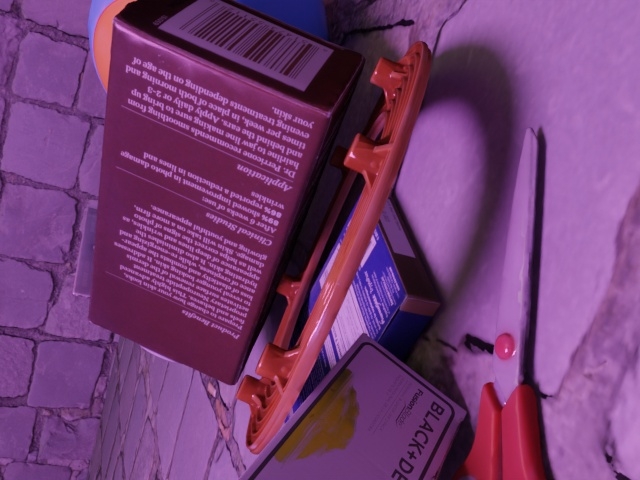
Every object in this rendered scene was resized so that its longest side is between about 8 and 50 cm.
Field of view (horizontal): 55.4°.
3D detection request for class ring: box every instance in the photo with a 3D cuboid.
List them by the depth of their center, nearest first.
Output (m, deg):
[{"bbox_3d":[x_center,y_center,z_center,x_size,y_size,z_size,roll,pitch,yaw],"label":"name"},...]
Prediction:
[{"bbox_3d":[0.000,0.000,0.489,0.336,0.032,0.337,-156,90,-86],"label":"ring"}]

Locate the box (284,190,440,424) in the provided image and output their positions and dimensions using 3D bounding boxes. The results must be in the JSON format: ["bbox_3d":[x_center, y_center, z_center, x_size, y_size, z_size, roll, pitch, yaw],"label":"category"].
[{"bbox_3d":[0.019,0.084,0.541,0.225,0.036,0.137,-62,27,32],"label":"box"}]

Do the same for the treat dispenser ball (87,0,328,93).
[{"bbox_3d":[-0.133,-0.245,0.750,0.288,0.287,0.289,-168,90,-68],"label":"treat dispenser ball"}]

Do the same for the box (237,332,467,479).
[{"bbox_3d":[-0.032,0.216,0.421,0.169,0.087,0.290,-38,-18,-51],"label":"box"}]

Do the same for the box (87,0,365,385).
[{"bbox_3d":[-0.111,-0.036,0.627,0.143,0.191,0.382,-65,-1,-51],"label":"box"}]

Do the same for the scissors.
[{"bbox_3d":[0.103,0.082,0.361,0.109,0.021,0.298,139,136,-59],"label":"scissors"}]

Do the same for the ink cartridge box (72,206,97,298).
[{"bbox_3d":[-0.236,0.055,0.901,0.275,0.238,0.060,-121,48,-59],"label":"ink cartridge box"}]
